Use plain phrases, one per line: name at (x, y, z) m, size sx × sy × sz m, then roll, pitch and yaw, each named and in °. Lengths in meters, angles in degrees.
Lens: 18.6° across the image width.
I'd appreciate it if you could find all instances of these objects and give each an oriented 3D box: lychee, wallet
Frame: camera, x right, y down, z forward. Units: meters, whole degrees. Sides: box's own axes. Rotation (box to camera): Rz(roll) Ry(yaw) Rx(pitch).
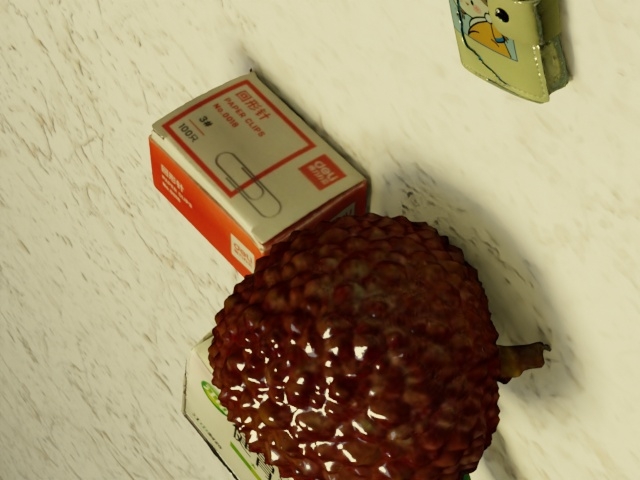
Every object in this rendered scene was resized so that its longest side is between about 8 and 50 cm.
lychee at (0.050, 0.106, 1.703) m, size 0.264 × 0.300 × 0.264 m, roll 1°, pitch -90°, yaw -84°
wallet at (0.125, -0.178, 1.406) m, size 0.110 × 0.039 × 0.155 m, roll 36°, pitch 152°, yaw 44°

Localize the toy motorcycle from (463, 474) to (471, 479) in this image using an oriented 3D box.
toy motorcycle at (0.124, 0.259, 1.886) m, size 0.274 × 0.187 × 0.125 m, roll 45°, pitch 163°, yaw -25°

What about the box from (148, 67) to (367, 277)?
box at (-0.060, -0.058, 1.837) m, size 0.182 × 0.133 × 0.099 m, roll 46°, pitch 155°, yaw 27°

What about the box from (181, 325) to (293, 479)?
box at (0.003, 0.233, 2.102) m, size 0.333 × 0.145 × 0.173 m, roll 49°, pitch 159°, yaw 18°
